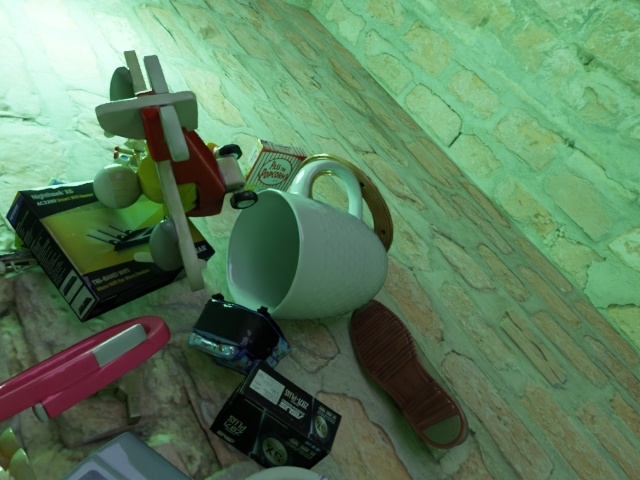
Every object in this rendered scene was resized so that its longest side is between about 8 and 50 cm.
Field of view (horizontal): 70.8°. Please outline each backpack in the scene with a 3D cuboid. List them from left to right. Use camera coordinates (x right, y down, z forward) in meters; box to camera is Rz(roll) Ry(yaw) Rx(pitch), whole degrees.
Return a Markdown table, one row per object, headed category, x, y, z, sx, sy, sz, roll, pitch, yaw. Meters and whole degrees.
| category | x | y | z | sx | sy | sz | roll | pitch | yaw |
| --- | --- | --- | --- | --- | --- | --- | --- | --- | --- |
| backpack | -0.146 | 0.199 | 0.878 | 0.158 | 0.173 | 0.117 | 10 | 59 | 33 |

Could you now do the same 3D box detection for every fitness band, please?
| category | x | y | z | sx | sy | sz | roll | pitch | yaw |
| --- | --- | --- | --- | --- | --- | --- | --- | --- | --- |
| fitness band | -0.358 | 0.189 | 0.655 | 0.290 | 0.208 | 0.054 | -29 | 98 | -45 |

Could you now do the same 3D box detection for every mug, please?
| category | x | y | z | sx | sy | sz | roll | pitch | yaw |
| --- | --- | --- | --- | --- | --- | --- | --- | --- | --- |
| mug | 0.000 | 0.000 | 1.052 | 0.327 | 0.375 | 0.276 | 10 | -1 | -42 |

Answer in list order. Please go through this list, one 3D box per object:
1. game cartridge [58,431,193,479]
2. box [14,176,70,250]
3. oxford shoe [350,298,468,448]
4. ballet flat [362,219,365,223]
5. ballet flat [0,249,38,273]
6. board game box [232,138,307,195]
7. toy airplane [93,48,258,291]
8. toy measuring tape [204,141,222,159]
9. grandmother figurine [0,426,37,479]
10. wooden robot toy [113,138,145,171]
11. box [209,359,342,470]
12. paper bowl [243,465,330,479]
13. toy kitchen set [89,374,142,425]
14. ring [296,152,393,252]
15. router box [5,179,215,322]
| category | x | y | z | sx | sy | sz | roll | pitch | yaw |
| --- | --- | --- | --- | --- | --- | --- | --- | --- | --- |
| game cartridge | -0.299 | 0.409 | 0.586 | 0.196 | 0.060 | 0.294 | 34 | 35 | 3 |
| box | -0.545 | -0.051 | 0.904 | 0.059 | 0.054 | 0.169 | 21 | 38 | -22 |
| oxford shoe | 0.204 | 0.316 | 1.085 | 0.146 | 0.140 | 0.397 | 42 | 13 | -53 |
| ballet flat | 0.132 | 0.013 | 1.384 | 0.077 | 0.091 | 0.241 | 40 | 30 | -41 |
| ballet flat | -0.558 | 0.039 | 0.806 | 0.114 | 0.041 | 0.041 | -10 | 55 | -45 |
| board game box | -0.147 | -0.189 | 1.278 | 0.146 | 0.194 | 0.045 | 2 | 47 | -38 |
| toy airplane | -0.300 | -0.138 | 0.829 | 0.386 | 0.272 | 0.385 | -108 | 176 | -60 |
| toy measuring tape | -0.322 | -0.205 | 1.172 | 0.121 | 0.121 | 0.330 | 43 | 16 | 10 |
| grandmother figurine | -0.484 | 0.335 | 0.453 | 0.342 | 0.207 | 0.104 | -22 | 106 | -41 |
| wooden robot toy | -0.479 | -0.231 | 1.145 | 0.076 | 0.079 | 0.173 | 13 | 40 | -29 |
| box | -0.080 | 0.320 | 0.789 | 0.180 | 0.147 | 0.078 | 35 | 35 | -2 |
| paper bowl | -0.059 | 0.482 | 0.618 | 0.284 | 0.148 | 0.284 | 23 | 37 | -19 |
| toy kitchen set | -0.333 | 0.251 | 0.723 | 0.083 | 0.068 | 0.075 | 4 | 46 | -36 |
| ring | 0.064 | -0.088 | 1.229 | 0.336 | 0.337 | 0.032 | 43 | 59 | 10 |
| router box | -0.396 | -0.007 | 0.900 | 0.243 | 0.081 | 0.308 | 50 | 29 | 6 |
